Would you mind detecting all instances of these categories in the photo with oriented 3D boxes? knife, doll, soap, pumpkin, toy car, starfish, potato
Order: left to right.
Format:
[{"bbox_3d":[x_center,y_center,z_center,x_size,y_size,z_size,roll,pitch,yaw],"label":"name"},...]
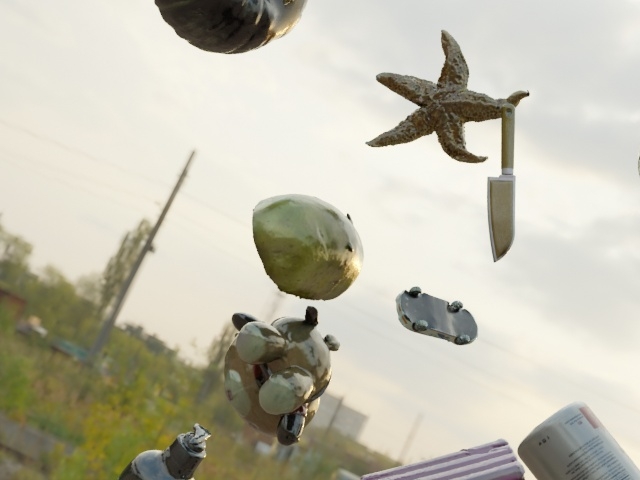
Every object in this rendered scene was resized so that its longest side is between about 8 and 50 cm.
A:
[{"bbox_3d":[-0.133,-0.456,1.849,0.296,0.296,0.296,25,-11,5],"label":"pumpkin"},{"bbox_3d":[-0.069,0.218,1.864,0.235,0.174,0.330,59,-23,10],"label":"doll"},{"bbox_3d":[0.000,0.000,1.696,0.111,0.160,0.272,-19,-16,22],"label":"potato"},{"bbox_3d":[0.238,0.160,2.275,0.205,0.095,0.056,20,-44,-33],"label":"toy car"},{"bbox_3d":[0.201,-0.227,1.836,0.277,0.236,0.062,-17,-7,12],"label":"starfish"},{"bbox_3d":[0.153,0.315,1.385,0.203,0.065,0.122,-15,7,2],"label":"soap"},{"bbox_3d":[0.287,-0.091,1.770,0.046,0.256,0.022,3,-7,-2],"label":"knife"}]

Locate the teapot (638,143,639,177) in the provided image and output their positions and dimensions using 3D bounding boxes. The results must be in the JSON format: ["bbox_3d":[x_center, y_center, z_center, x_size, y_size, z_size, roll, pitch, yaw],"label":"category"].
[{"bbox_3d":[0.444,-0.094,1.340,0.159,0.159,0.232,17,-45,38],"label":"teapot"}]

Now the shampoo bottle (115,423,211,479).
[{"bbox_3d":[-0.234,0.350,1.454,0.101,0.284,0.101,36,13,-10],"label":"shampoo bottle"}]

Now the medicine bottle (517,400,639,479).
[{"bbox_3d":[0.493,0.439,1.974,0.288,0.157,0.157,53,-1,22],"label":"medicine bottle"}]
